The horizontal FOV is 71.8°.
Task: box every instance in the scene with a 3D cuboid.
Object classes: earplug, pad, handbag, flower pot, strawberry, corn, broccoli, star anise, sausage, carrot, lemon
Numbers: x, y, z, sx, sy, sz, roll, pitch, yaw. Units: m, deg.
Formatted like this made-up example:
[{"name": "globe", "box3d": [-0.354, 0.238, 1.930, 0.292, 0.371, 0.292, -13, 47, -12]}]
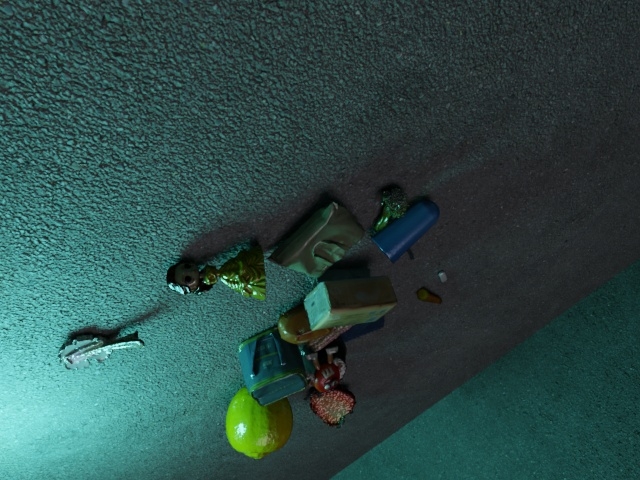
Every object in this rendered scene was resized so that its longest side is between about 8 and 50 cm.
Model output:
[{"name": "earplug", "box3d": [0.340, -0.049, 1.699, 0.273, 0.132, 0.132, -41, 138, 4]}, {"name": "pad", "box3d": [0.194, 0.399, 2.162, 0.269, 0.012, 0.269, -20, 139, -9]}, {"name": "handbag", "box3d": [-0.208, 0.537, 1.906, 0.262, 0.241, 0.222, -22, 140, -6]}, {"name": "flower pot", "box3d": [0.035, 0.577, 2.090, 0.235, 0.148, 0.236, -6, 111, -16]}, {"name": "strawberry", "box3d": [0.055, 0.918, 2.550, 0.233, 0.137, 0.306, -46, 113, -7]}, {"name": "corn", "box3d": [0.068, 0.372, 1.992, 0.335, 0.127, 0.127, -34, 139, 1]}, {"name": "broccoli", "box3d": [0.253, -0.107, 1.631, 0.118, 0.123, 0.204, 7, 144, -14]}, {"name": "star anise", "box3d": [0.007, 0.759, 2.371, 0.262, 0.081, 0.230, -36, 140, -8]}, {"name": "sausage", "box3d": [-0.047, 0.342, 1.862, 0.267, 0.153, 0.141, -15, 164, -14]}, {"name": "carrot", "box3d": [0.559, 0.290, 2.219, 0.061, 0.061, 0.209, -46, 140, 19]}, {"name": "handbag", "box3d": [0.000, 0.004, 1.583, 0.316, 0.109, 0.253, -43, 142, 16]}, {"name": "lemon", "box3d": [-0.293, 0.856, 2.123, 0.347, 0.348, 0.348, -15, 137, -14]}]

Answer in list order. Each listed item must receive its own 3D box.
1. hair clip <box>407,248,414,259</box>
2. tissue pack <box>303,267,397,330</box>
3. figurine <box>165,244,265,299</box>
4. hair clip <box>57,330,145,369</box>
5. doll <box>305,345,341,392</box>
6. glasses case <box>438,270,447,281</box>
[{"name": "hair clip", "box3d": [0.348, 0.039, 1.859, 0.070, 0.039, 0.229, -47, 137, 16]}, {"name": "tissue pack", "box3d": [0.106, 0.212, 1.766, 0.305, 0.239, 0.239, -3, 133, -26]}, {"name": "figurine", "box3d": [-0.350, 0.116, 1.474, 0.314, 0.168, 0.188, -3, 91, -15]}, {"name": "hair clip", "box3d": [-0.770, 0.380, 1.571, 0.300, 0.069, 0.173, -13, 136, -2]}, {"name": "doll", "box3d": [0.018, 0.590, 1.962, 0.183, 0.085, 0.218, -11, 102, -25]}, {"name": "glasses case", "box3d": [0.593, 0.176, 2.145, 0.032, 0.021, 0.083, -35, 139, 3]}]
